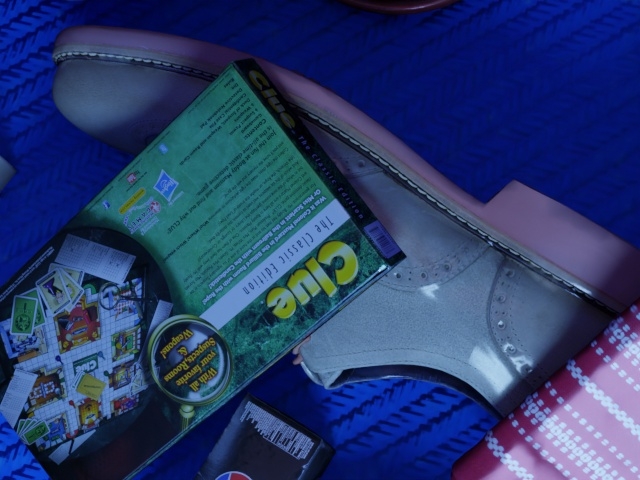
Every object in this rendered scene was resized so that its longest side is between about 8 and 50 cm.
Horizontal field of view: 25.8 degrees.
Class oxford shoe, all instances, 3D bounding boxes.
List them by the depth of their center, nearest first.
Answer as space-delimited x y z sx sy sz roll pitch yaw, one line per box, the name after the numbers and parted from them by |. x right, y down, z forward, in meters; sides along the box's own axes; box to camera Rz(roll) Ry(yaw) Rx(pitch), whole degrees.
0.000 0.000 0.791 0.397 0.140 0.146 26 86 14 | oxford shoe

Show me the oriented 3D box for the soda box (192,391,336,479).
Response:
-0.059 0.174 0.790 0.053 0.060 0.169 30 81 15 | soda box

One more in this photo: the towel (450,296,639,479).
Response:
0.224 0.099 0.705 0.199 0.031 0.275 42 110 -5 | towel

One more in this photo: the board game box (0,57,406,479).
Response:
-0.088 0.033 0.771 0.259 0.030 0.136 -40 82 27 | board game box

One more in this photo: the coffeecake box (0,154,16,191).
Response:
-0.293 -0.088 0.843 0.185 0.142 0.068 36 83 14 | coffeecake box

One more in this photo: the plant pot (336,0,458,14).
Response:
0.046 -0.242 0.827 0.191 0.174 0.191 -2 76 7 | plant pot
